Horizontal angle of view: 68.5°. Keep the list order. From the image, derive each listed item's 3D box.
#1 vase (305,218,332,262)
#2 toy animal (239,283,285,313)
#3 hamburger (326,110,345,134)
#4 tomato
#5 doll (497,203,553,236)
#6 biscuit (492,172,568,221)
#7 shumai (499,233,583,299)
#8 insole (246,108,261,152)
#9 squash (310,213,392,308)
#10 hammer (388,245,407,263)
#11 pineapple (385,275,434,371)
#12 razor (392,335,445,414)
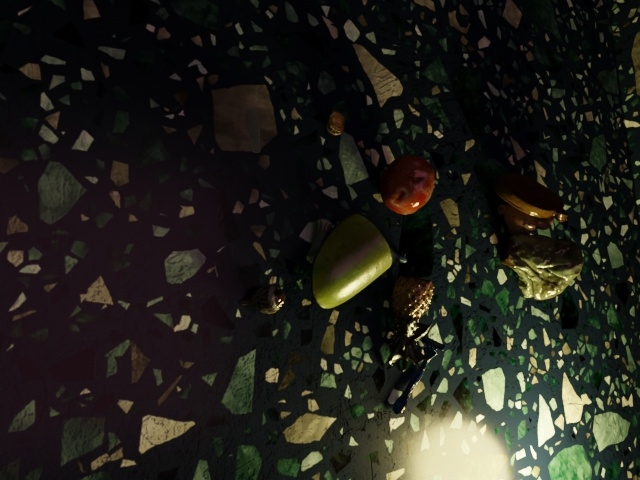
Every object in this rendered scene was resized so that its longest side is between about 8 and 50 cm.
[{"bbox_3d":[0.000,0.000,1.630,0.081,0.081,0.148,23,67,-28],"label":"vase"},{"bbox_3d":[-0.176,0.185,1.476,0.137,0.098,0.098,-3,84,-32],"label":"toy animal"},{"bbox_3d":[0.057,-0.435,1.747,0.076,0.044,0.083,24,68,-25],"label":"hamburger"},{"bbox_3d":[0.321,-0.214,1.784,0.189,0.232,0.232,28,68,-7],"label":"tomato"},{"bbox_3d":[0.979,-0.088,2.233,0.303,0.201,0.156,2,123,-38],"label":"doll"},{"bbox_3d":[0.963,-0.190,2.148,0.394,0.070,0.350,-8,44,-42],"label":"biscuit"},{"bbox_3d":[0.959,0.086,2.105,0.263,0.304,0.309,27,67,-14],"label":"shumai"},{"bbox_3d":[-0.224,-0.369,1.584,0.053,0.002,0.152,-1,83,-33],"label":"insole"},{"bbox_3d":[0.072,0.092,1.604,0.309,0.210,0.233,-34,122,-16],"label":"squash"},{"bbox_3d":[0.272,0.056,1.788,0.194,0.116,0.069,16,113,-47],"label":"hammer"},{"bbox_3d":[0.334,0.318,1.760,0.166,0.165,0.364,7,88,-31],"label":"pineapple"},{"bbox_3d":[0.366,0.522,1.794,0.324,0.093,0.056,-55,146,-22],"label":"razor"}]
